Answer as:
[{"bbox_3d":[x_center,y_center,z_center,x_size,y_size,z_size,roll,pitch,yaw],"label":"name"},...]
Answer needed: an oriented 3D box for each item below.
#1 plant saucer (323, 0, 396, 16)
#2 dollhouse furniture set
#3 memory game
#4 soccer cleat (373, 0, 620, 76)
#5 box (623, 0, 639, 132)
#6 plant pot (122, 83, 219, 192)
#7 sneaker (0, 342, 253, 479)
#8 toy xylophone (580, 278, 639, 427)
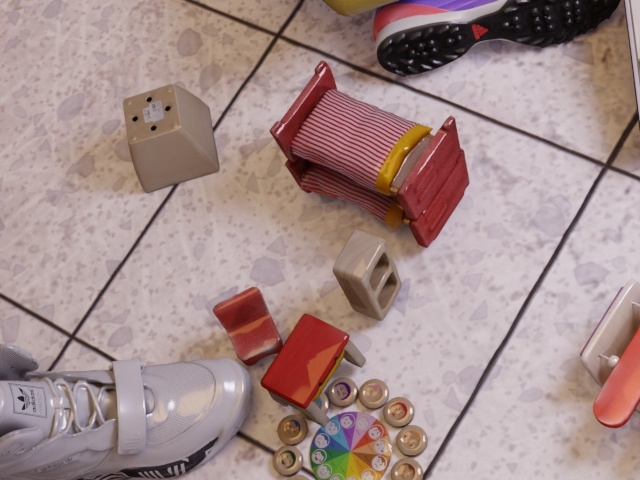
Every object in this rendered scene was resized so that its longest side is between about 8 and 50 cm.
[{"bbox_3d":[0.080,-0.403,1.697,0.333,0.081,0.332,-21,41,-17],"label":"plant saucer"},{"bbox_3d":[0.000,0.000,1.545,0.201,0.152,0.374,24,71,26],"label":"dollhouse furniture set"},{"bbox_3d":[0.033,0.244,1.503,0.186,0.012,0.186,-7,62,14],"label":"memory game"},{"bbox_3d":[0.221,-0.305,1.671,0.318,0.108,0.116,-13,53,11],"label":"soccer cleat"},{"bbox_3d":[0.449,-0.260,1.548,0.169,0.087,0.290,-6,77,14],"label":"box"},{"bbox_3d":[-0.207,-0.143,1.719,0.109,0.096,0.109,-17,61,9],"label":"plant pot"},{"bbox_3d":[-0.270,0.200,1.502,0.366,0.210,0.137,-17,61,8],"label":"sneaker"},{"bbox_3d":[0.449,0.135,1.383,0.323,0.081,0.236,18,70,30],"label":"toy xylophone"}]
